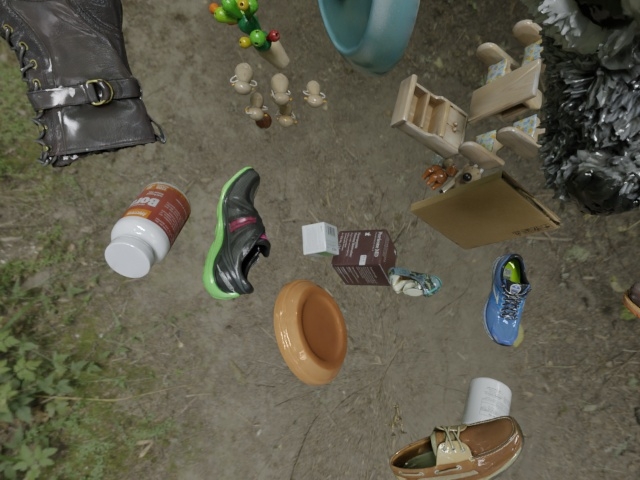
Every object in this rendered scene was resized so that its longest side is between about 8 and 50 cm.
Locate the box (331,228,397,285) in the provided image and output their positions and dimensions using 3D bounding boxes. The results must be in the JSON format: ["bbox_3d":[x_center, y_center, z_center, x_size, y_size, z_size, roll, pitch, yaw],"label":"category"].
[{"bbox_3d":[0.177,0.070,1.848,0.203,0.167,0.168,-2,55,26],"label":"box"}]

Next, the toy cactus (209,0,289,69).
[{"bbox_3d":[-0.124,-0.424,0.927,0.112,0.180,0.219,-47,47,6],"label":"toy cactus"}]

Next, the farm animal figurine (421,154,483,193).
[{"bbox_3d":[0.538,-0.185,1.678,0.330,0.327,0.172,45,110,-3],"label":"farm animal figurine"}]

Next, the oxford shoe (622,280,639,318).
[{"bbox_3d":[0.673,0.102,0.715,0.130,0.364,0.132,-27,115,-31],"label":"oxford shoe"}]

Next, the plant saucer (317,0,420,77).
[{"bbox_3d":[0.041,-0.369,0.588,0.044,0.317,0.317,-13,73,-11],"label":"plant saucer"}]

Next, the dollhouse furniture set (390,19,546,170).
[{"bbox_3d":[0.442,-0.417,1.374,0.257,0.394,0.362,23,71,-26],"label":"dollhouse furniture set"}]

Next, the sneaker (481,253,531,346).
[{"bbox_3d":[0.638,0.195,1.593,0.130,0.147,0.329,7,74,7],"label":"sneaker"}]

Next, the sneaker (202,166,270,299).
[{"bbox_3d":[-0.263,-0.025,1.621,0.202,0.185,0.482,5,72,6],"label":"sneaker"}]

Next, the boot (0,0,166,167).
[{"bbox_3d":[-0.322,-0.196,0.519,0.263,0.091,0.228,-9,104,-19],"label":"boot"}]

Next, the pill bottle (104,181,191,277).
[{"bbox_3d":[-0.369,-0.024,1.000,0.121,0.121,0.216,-1,37,8],"label":"pill bottle"}]

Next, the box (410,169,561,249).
[{"bbox_3d":[0.288,-0.046,0.832,0.164,0.201,0.021,31,63,-25],"label":"box"}]

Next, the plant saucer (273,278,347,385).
[{"bbox_3d":[-0.008,0.165,0.863,0.037,0.200,0.199,-23,71,30],"label":"plant saucer"}]

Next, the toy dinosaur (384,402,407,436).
[{"bbox_3d":[0.270,0.643,1.646,0.053,0.183,0.092,0,43,-4],"label":"toy dinosaur"}]

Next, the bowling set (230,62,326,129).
[{"bbox_3d":[-0.138,-0.399,1.416,0.287,0.199,0.154,7,43,-13],"label":"bowling set"}]

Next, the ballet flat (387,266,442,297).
[{"bbox_3d":[0.219,0.108,1.177,0.070,0.188,0.070,0,90,-31],"label":"ballet flat"}]

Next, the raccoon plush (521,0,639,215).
[{"bbox_3d":[0.256,-0.218,0.447,0.216,0.446,0.299,-27,110,11],"label":"raccoon plush"}]

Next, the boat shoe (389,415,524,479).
[{"bbox_3d":[0.301,0.491,1.069,0.324,0.122,0.120,-37,107,20],"label":"boat shoe"}]

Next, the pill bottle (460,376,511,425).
[{"bbox_3d":[0.503,0.552,1.425,0.131,0.131,0.229,19,53,13],"label":"pill bottle"}]

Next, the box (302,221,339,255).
[{"bbox_3d":[0.000,0.000,1.561,0.087,0.101,0.101,-9,77,27],"label":"box"}]
